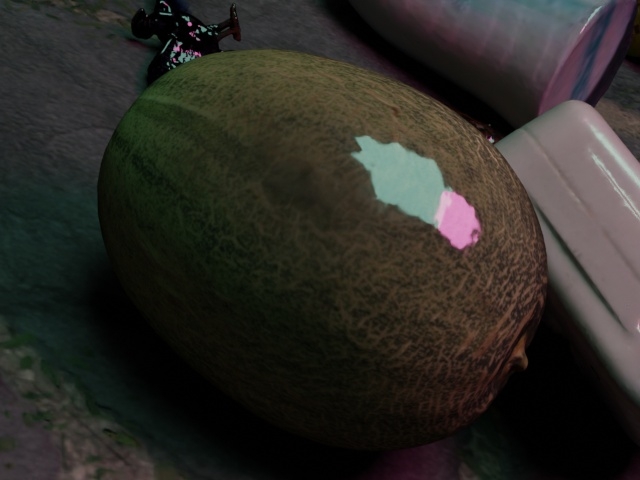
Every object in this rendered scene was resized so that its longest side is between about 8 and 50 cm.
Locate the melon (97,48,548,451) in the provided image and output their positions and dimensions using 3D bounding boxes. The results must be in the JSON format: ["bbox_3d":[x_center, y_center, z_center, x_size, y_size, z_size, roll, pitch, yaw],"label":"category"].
[{"bbox_3d":[0.000,0.000,0.944,0.329,0.248,0.248,31,33,13],"label":"melon"}]

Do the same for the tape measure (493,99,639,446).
[{"bbox_3d":[0.225,0.040,1.044,0.258,0.130,0.265,58,1,32],"label":"tape measure"}]

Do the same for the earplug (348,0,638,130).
[{"bbox_3d":[0.153,-0.250,1.479,0.324,0.185,0.185,33,33,24],"label":"earplug"}]

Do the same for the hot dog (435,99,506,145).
[{"bbox_3d":[0.166,-0.048,1.270,0.270,0.082,0.162,17,35,-14],"label":"hot dog"}]

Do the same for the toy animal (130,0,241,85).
[{"bbox_3d":[-0.127,-0.195,1.315,0.108,0.062,0.220,-2,39,-7],"label":"toy animal"}]

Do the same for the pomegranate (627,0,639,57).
[{"bbox_3d":[0.461,-0.286,1.759,0.169,0.122,0.143,6,8,-23],"label":"pomegranate"}]
